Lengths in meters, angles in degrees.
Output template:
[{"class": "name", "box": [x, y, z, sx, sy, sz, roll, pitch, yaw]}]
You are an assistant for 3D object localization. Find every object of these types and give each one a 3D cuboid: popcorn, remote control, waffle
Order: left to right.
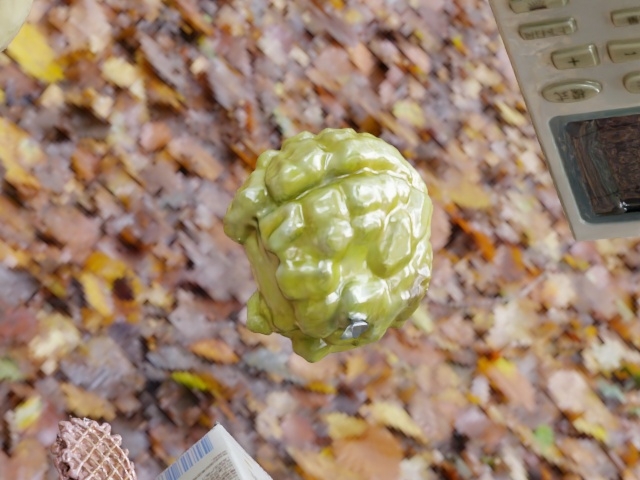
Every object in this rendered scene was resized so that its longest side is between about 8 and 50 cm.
[{"class": "waffle", "box": [-0.168, 0.169, 1.009, 0.075, 0.029, 0.083, 24, 39, -55]}, {"class": "popcorn", "box": [0.008, 0.004, 0.998, 0.142, 0.174, 0.173, 23, 14, 25]}, {"class": "remote control", "box": [0.152, -0.104, 0.705, 0.277, 0.102, 0.056, 61, 33, -43]}]

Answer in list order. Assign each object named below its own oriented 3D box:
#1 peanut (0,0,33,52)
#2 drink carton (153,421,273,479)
[{"class": "peanut", "box": [-0.187, -0.115, 0.517, 0.159, 0.140, 0.109, 28, 64, -41]}, {"class": "drink carton", "box": [-0.061, 0.326, 1.292, 0.194, 0.132, 0.324, 48, -3, -17]}]
